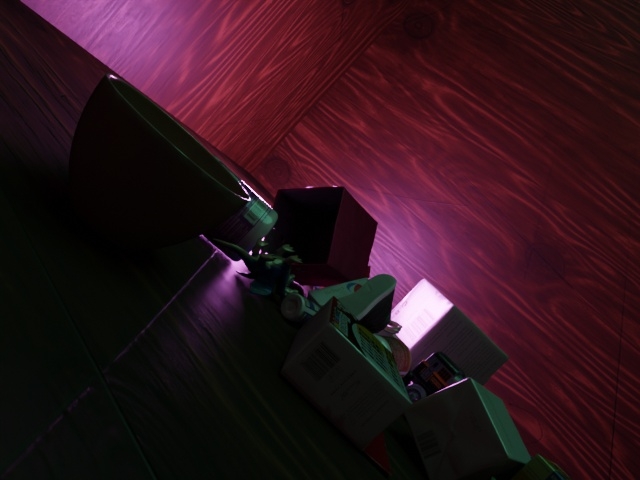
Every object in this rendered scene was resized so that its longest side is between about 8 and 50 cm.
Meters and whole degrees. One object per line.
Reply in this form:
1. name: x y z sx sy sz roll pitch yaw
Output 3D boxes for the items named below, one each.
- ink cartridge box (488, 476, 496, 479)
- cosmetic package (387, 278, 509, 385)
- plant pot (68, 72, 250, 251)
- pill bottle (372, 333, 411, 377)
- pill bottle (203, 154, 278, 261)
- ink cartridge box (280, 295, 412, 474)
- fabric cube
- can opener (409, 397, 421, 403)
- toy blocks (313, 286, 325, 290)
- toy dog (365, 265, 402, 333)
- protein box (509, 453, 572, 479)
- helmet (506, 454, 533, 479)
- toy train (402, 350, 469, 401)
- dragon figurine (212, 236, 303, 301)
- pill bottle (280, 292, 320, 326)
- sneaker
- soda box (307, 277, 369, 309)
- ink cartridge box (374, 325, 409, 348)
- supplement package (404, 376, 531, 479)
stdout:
1. ink cartridge box: 0.361 0.564 0.905 0.209 0.109 0.062 45 5 19
2. cosmetic package: 0.527 0.450 2.166 0.394 0.329 0.327 43 3 -19
3. plant pot: -0.282 -0.094 0.789 0.284 0.191 0.284 43 5 -4
4. pill bottle: 0.148 0.309 1.294 0.121 0.121 0.216 46 11 33
5. pill bottle: -0.266 -0.102 1.211 0.301 0.169 0.169 43 4 -11
6. ink cartridge box: 0.075 0.270 0.991 0.272 0.130 0.309 45 4 0
7. fabric cube: 0.000 0.000 1.566 0.254 0.259 0.258 2 -22 31
8. can opener: 0.234 0.441 1.328 0.186 0.073 0.059 35 5 42
9. toy blocks: 0.001 0.170 1.831 0.148 0.054 0.123 41 5 -31
10. toy dog: 0.169 0.197 1.806 0.220 0.161 0.334 10 14 -22
11. protein box: 0.475 0.595 1.062 0.201 0.200 0.136 39 6 -46
12. helmet: 0.559 0.674 1.368 0.161 0.169 0.169 27 -3 24
13. toy train: 0.374 0.474 1.384 0.334 0.190 0.142 47 5 38
14. dragon figurine: -0.141 0.077 1.166 0.289 0.144 0.085 10 30 -46
15. pill bottle: -0.041 0.180 1.222 0.067 0.067 0.120 47 5 38
16. sneaker: 0.104 0.221 1.365 0.104 0.296 0.147 27 -45 42
17. soda box: 0.068 0.174 1.452 0.216 0.069 0.074 -10 35 -30
18. ink cartridge box: 0.241 0.376 1.809 0.143 0.090 0.092 46 5 23
19. supplement package: 0.347 0.458 1.130 0.293 0.175 0.177 39 25 -48
